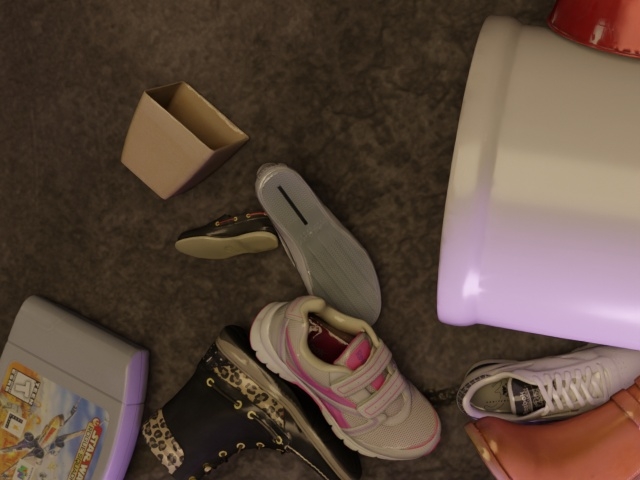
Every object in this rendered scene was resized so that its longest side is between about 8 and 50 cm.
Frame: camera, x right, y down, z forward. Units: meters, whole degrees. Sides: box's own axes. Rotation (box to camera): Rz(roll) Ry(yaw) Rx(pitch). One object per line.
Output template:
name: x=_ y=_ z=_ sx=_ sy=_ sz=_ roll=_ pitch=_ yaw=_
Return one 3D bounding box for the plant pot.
plant pot: x=-0.169 y=-0.111 z=1.701 sx=0.109 sy=0.109 sz=0.096 roll=40 pitch=113 yaw=8

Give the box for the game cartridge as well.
game cartridge: x=-0.323 y=0.239 z=1.756 sx=0.198 sy=0.062 sz=0.297 roll=25 pitch=98 yaw=27

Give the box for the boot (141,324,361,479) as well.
boot: x=-0.083 y=0.239 z=1.709 sx=0.236 sy=0.085 sz=0.178 roll=47 pitch=105 yaw=7

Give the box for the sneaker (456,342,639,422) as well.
sneaker: x=0.270 y=0.167 z=1.618 sx=0.235 sy=0.095 sz=0.090 roll=-12 pitch=89 yaw=11

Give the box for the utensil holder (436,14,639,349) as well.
utensil holder: x=0.336 y=-0.047 z=1.480 sx=0.385 sy=0.327 sz=0.327 roll=8 pitch=95 yaw=10

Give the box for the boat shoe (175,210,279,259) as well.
boat shoe: x=-0.110 y=-0.007 z=1.722 sx=0.133 sy=0.049 sz=0.042 roll=-8 pitch=58 yaw=21

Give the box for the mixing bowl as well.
mixing bowl: x=0.322 y=-0.249 z=1.425 sx=0.181 sy=0.181 sz=0.098 roll=13 pitch=115 yaw=12

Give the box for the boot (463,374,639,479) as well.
boot: x=0.306 y=0.203 z=1.543 sx=0.283 sy=0.109 sz=0.220 roll=34 pitch=110 yaw=-31

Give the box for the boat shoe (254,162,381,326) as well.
boat shoe: x=0.000 y=0.000 z=1.681 sx=0.083 sy=0.076 sz=0.226 roll=-29 pitch=108 yaw=0

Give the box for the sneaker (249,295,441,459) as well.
sneaker: x=0.038 y=0.155 z=1.632 sx=0.252 sy=0.111 sz=0.103 roll=37 pitch=64 yaw=-6
